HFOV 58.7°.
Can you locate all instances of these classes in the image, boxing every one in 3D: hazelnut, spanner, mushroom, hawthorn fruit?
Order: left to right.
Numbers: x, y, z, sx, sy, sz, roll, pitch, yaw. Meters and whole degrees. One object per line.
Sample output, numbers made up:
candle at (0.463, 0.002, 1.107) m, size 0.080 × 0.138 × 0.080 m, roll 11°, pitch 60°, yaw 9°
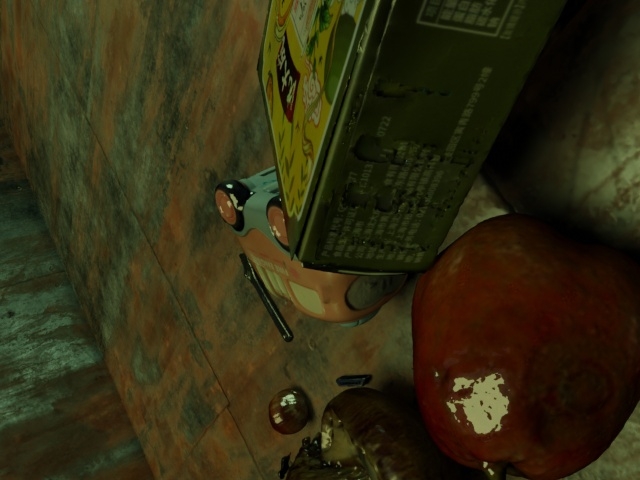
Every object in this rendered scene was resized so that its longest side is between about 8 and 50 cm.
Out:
spanner at (-0.110, 0.109, 1.120) m, size 0.208 × 0.012 × 0.046 m, roll 58°, pitch 141°, yaw 19°
hazelnut at (-0.062, 0.332, 1.101) m, size 0.086 × 0.086 × 0.086 m, roll 26°, pitch 124°, yaw 46°
mushroom at (0.077, 0.344, 0.810) m, size 0.283 × 0.195 × 0.263 m, roll 4°, pitch 100°, yaw 36°
hawthorn fruit at (0.179, 0.109, 0.519) m, size 0.224 × 0.261 × 0.224 m, roll 23°, pitch 148°, yaw 16°

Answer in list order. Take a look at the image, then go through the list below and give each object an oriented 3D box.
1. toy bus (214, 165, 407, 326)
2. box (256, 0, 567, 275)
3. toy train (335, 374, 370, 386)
toy bus at (0.000, 0.000, 0.781) m, size 0.287 × 0.194 × 0.232 m, roll 20°, pitch 128°, yaw 48°
box at (0.055, -0.240, 0.523) m, size 0.373 × 0.138 × 0.420 m, roll -105°, pitch 26°, yaw -44°
toy train at (0.056, 0.234, 0.946) m, size 0.083 × 0.017 × 0.017 m, roll -22°, pitch 89°, yaw 55°
